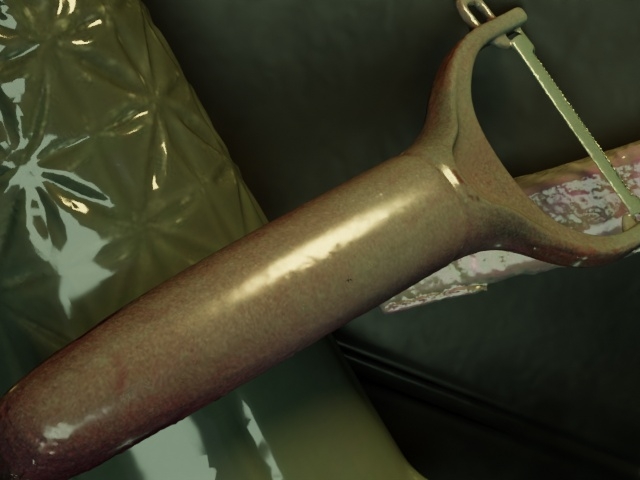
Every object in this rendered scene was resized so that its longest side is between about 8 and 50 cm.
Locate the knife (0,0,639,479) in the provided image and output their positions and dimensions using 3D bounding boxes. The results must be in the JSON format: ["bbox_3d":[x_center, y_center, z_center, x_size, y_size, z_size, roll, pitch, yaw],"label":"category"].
[{"bbox_3d":[0.000,-0.001,0.607,0.278,0.053,0.123,-29,75,-28],"label":"knife"}]

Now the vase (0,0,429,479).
[{"bbox_3d":[-0.087,0.031,0.669,0.251,0.156,0.300,-21,105,6],"label":"vase"}]

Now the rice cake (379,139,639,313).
[{"bbox_3d":[0.115,-0.018,0.703,0.207,0.036,0.047,-16,111,7],"label":"rice cake"}]
